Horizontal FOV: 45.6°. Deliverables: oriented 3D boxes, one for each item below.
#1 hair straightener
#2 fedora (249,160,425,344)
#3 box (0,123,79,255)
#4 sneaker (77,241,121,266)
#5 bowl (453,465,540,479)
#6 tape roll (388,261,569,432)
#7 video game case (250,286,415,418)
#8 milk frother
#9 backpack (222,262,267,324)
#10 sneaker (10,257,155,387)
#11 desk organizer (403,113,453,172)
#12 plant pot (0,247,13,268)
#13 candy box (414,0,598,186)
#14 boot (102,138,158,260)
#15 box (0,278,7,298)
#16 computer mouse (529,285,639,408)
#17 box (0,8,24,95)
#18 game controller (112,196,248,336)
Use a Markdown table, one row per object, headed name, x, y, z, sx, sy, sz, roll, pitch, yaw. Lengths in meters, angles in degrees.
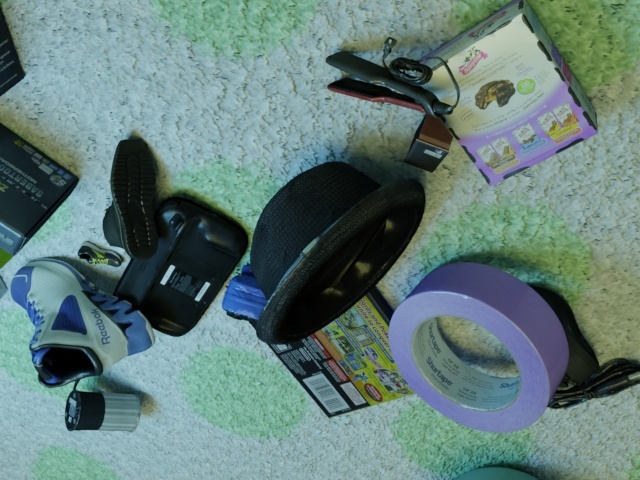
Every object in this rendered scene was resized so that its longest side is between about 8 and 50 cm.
| name | x | y | z | sx | sy | sz | roll | pitch | yaw |
| --- | --- | --- | --- | --- | --- | --- | --- | --- | --- |
| hair straightener | 0.090 | -0.216 | 0.992 | 0.230 | 0.047 | 0.089 | 31 | 138 | 43 |
| fedora | 0.000 | 0.000 | 1.151 | 0.152 | 0.334 | 0.334 | 48 | 132 | 21 |
| box | -0.540 | -0.106 | 1.238 | 0.232 | 0.183 | 0.059 | 36 | 127 | -11 |
| sneaker | -0.407 | 0.034 | 1.397 | 0.083 | 0.035 | 0.031 | 21 | 129 | 0 |
| bowl | 0.354 | 0.562 | 1.491 | 0.311 | 0.163 | 0.312 | 8 | 128 | 11 |
| tape roll | 0.249 | 0.174 | 1.221 | 0.274 | 0.090 | 0.275 | 22 | 133 | 26 |
| video game case | 0.044 | 0.198 | 1.392 | 0.248 | 0.035 | 0.275 | -23 | 116 | 29 |
| milk frother | -0.454 | 0.320 | 1.593 | 0.134 | 0.129 | 0.143 | 12 | 104 | -37 |
| backpack | -0.118 | 0.092 | 1.296 | 0.098 | 0.120 | 0.101 | 12 | 91 | 3 |
| sneaker | -0.476 | 0.155 | 1.376 | 0.315 | 0.182 | 0.127 | 22 | 131 | 25 |
| desk organizer | 0.152 | -0.137 | 1.052 | 0.047 | 0.050 | 0.130 | 20 | 173 | 1 |
| plant pot | -0.695 | -0.027 | 1.322 | 0.228 | 0.227 | 0.207 | 5 | 121 | 13 |
| candy box | 0.247 | -0.194 | 1.016 | 0.164 | 0.070 | 0.196 | -27 | 115 | 31 |
| boot | -0.338 | -0.071 | 1.281 | 0.137 | 0.076 | 0.198 | 11 | 103 | 53 |
| box | -0.689 | 0.090 | 1.479 | 0.087 | 0.101 | 0.102 | -2 | 123 | 18 |
| computer mouse | 0.393 | 0.189 | 1.259 | 0.188 | 0.072 | 0.272 | -29 | 114 | 32 |
| box | -0.549 | -0.301 | 1.115 | 0.108 | 0.153 | 0.207 | 3 | 125 | 14 |
| game controller | -0.257 | 0.058 | 1.367 | 0.166 | 0.067 | 0.319 | 22 | 131 | -19 |
